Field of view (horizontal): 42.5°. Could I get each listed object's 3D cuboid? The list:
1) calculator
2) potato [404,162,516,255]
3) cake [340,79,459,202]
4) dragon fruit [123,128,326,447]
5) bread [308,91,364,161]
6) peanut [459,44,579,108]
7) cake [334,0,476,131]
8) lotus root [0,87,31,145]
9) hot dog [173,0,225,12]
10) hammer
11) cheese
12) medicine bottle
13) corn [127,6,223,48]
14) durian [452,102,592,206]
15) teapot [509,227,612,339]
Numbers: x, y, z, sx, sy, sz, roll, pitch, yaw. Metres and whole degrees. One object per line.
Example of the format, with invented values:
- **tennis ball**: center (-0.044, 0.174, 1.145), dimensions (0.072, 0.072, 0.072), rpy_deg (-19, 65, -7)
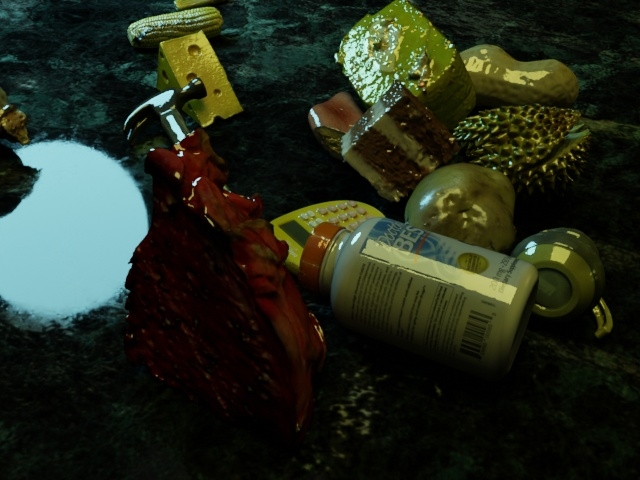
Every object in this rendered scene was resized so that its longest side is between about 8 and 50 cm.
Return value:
- **calculator**: center (0.000, 0.000, 1.228), dimensions (0.235, 0.032, 0.146), rpy_deg (-23, 45, -29)
- **potato**: center (0.203, -0.034, 1.201), dimensions (0.155, 0.137, 0.200), rpy_deg (31, 41, -8)
- **cake**: center (0.118, -0.152, 1.295), dimensions (0.135, 0.147, 0.134), rpy_deg (43, 13, -14)
- **dragon fruit**: center (-0.071, 0.030, 0.971), dimensions (0.286, 0.329, 0.228), rpy_deg (25, 38, 27)
- **bread**: center (0.037, -0.193, 1.436), dimensions (0.119, 0.067, 0.192), rpy_deg (-2, 40, -17)
- **peanut**: center (0.342, -0.298, 1.536), dimensions (0.275, 0.111, 0.125), rpy_deg (8, 80, 5)
- **cake**: center (0.142, -0.297, 1.458), dimensions (0.179, 0.156, 0.260), rpy_deg (-35, 50, 3)
- **lotus root**: center (-0.623, -0.213, 1.386), dimensions (0.257, 0.140, 0.154), rpy_deg (0, 32, 7)
- **hot dog**: center (-0.275, -0.554, 1.898), dimensions (0.137, 0.028, 0.044), rpy_deg (-27, 73, -27)
- **hammer**: center (-0.196, -0.126, 1.326), dimensions (0.168, 0.044, 0.440), rpy_deg (-29, 45, -8)
- **cheese**: center (-0.225, -0.283, 1.543), dimensions (0.093, 0.126, 0.171), rpy_deg (-26, 67, -27)
- **medicine bottle**: center (0.119, 0.062, 1.057), dimensions (0.289, 0.157, 0.157), rpy_deg (19, 42, 19)
- **corn**: center (-0.303, -0.446, 1.737), dimensions (0.203, 0.072, 0.072), rpy_deg (-15, 42, -17)
- **durian**: center (0.309, -0.124, 1.319), dimensions (0.194, 0.137, 0.237), rpy_deg (4, -7, -16)
- **teapot**: center (0.333, 0.057, 1.116), dimensions (0.165, 0.130, 0.119), rpy_deg (48, 34, 3)
